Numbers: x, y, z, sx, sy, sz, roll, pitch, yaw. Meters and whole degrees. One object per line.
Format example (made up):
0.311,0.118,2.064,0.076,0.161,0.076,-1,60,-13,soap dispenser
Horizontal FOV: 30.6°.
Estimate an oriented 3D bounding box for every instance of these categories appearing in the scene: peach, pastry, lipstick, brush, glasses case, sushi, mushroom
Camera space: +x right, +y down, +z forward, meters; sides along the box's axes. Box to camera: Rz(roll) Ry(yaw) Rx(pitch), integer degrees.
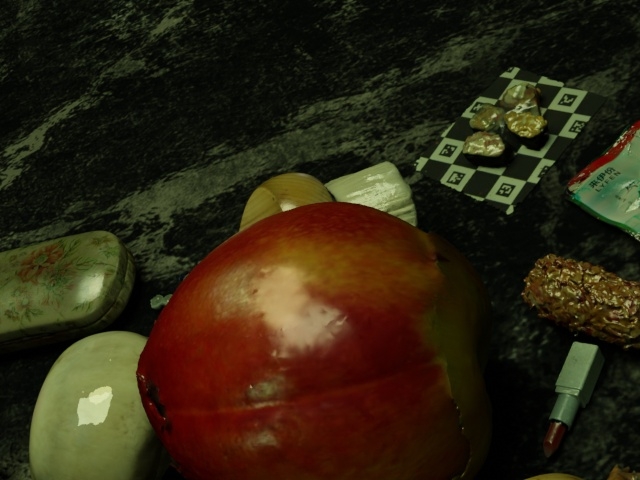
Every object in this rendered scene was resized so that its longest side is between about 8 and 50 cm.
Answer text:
-0.005,0.136,1.176,0.370,0.370,0.370,-18,44,19,peach
0.279,0.066,1.238,0.169,0.087,0.063,17,25,42,pastry
0.257,0.167,1.211,0.030,0.030,0.129,6,56,37,lipstick
0.000,0.000,1.458,0.166,0.174,0.266,-14,-1,-23,brush
-0.458,0.090,1.707,0.425,0.098,0.157,-13,51,24,glasses case
0.237,-0.149,1.513,0.210,0.040,0.192,-47,42,-13,sushi
-0.214,0.227,1.355,0.234,0.254,0.260,13,23,-9,mushroom

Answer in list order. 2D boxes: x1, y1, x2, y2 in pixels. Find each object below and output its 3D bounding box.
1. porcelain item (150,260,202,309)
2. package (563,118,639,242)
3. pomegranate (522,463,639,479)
-0.203,0.085,1.599,0.075,0.021,0.136,1,53,34,porcelain item
0.396,-0.062,1.329,0.166,0.040,0.232,-39,40,-4,package
0.208,0.302,0.993,0.207,0.207,0.207,-18,44,19,pomegranate
